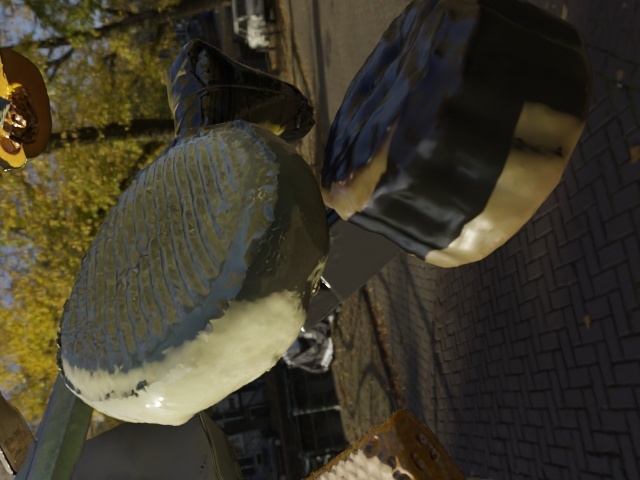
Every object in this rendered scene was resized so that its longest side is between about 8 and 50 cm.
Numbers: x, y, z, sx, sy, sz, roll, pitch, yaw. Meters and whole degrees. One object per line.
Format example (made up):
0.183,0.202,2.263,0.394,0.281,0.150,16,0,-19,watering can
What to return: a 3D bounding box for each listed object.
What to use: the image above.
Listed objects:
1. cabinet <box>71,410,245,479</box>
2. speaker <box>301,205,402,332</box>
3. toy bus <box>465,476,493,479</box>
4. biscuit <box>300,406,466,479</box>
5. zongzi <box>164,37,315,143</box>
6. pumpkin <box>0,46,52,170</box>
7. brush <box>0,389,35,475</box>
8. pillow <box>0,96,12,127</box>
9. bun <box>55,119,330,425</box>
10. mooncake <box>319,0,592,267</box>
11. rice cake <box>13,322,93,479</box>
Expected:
-0.301,0.512,1.157,0.318,0.290,0.227,76,168,-53,cabinet
0.000,0.000,1.124,0.180,0.388,0.184,51,178,-38,speaker
0.179,0.443,0.916,0.106,0.297,0.130,-32,52,36,toy bus
0.020,0.252,0.541,0.094,0.054,0.378,52,146,15,biscuit
-0.119,-0.163,0.977,0.145,0.274,0.299,-38,52,39,zongzi
-0.748,-0.316,1.409,0.111,0.163,0.278,-37,-54,-58,pumpkin
-0.629,0.325,1.119,0.070,0.065,0.327,-49,-33,-48,brush
-0.453,-0.136,0.712,0.181,0.078,0.134,25,99,30,pillow
-0.101,0.031,0.514,0.146,0.287,0.287,38,-161,-35,bun
0.120,-0.126,0.604,0.290,0.161,0.290,-57,18,29,mooncake
-0.343,0.217,0.785,0.051,0.081,0.290,61,-162,-46,rice cake
